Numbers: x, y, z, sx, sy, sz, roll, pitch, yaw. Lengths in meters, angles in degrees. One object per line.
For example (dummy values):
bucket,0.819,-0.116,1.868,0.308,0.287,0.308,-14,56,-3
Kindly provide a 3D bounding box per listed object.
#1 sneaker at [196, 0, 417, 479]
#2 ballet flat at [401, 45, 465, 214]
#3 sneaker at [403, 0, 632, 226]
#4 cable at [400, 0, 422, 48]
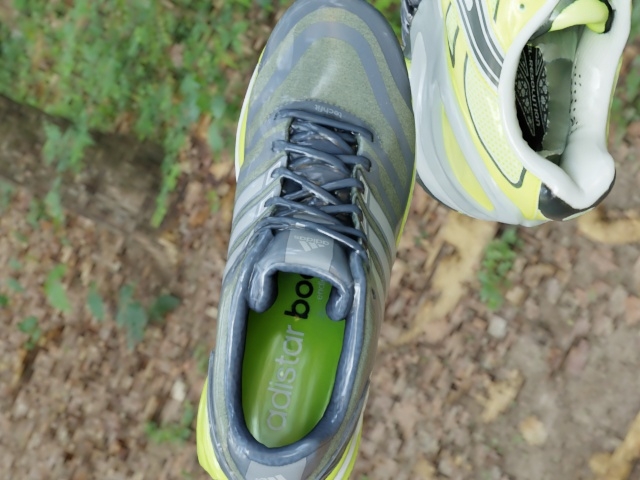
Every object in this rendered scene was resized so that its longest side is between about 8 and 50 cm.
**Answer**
sneaker,0.000,0.000,0.702,0.121,0.111,0.300,111,165,-76
ballet flat,0.077,-0.087,0.944,0.052,0.168,0.057,-38,25,12
sneaker,0.132,-0.194,0.794,0.147,0.145,0.385,26,127,59
cable,0.158,-0.211,1.135,0.047,0.184,0.151,-149,45,-69
